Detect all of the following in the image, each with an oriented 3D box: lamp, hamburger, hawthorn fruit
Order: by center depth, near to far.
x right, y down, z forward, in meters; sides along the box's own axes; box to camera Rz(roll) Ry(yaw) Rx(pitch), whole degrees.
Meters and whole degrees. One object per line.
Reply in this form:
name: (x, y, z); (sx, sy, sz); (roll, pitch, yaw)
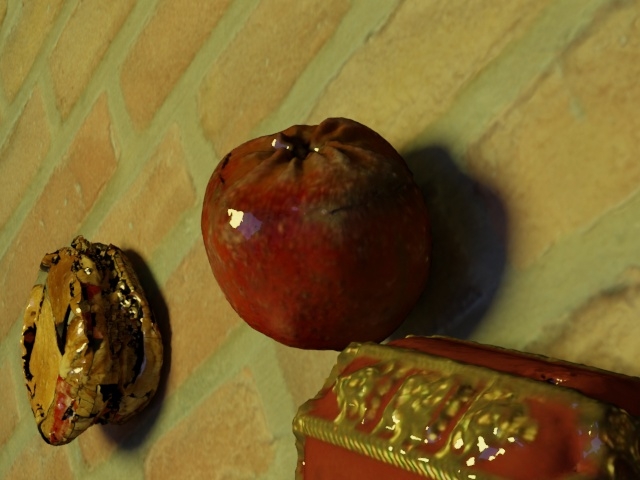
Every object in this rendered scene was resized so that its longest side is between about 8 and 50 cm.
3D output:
lamp: (0.101, 0.145, 0.586); (0.274, 0.177, 0.177); (7, 94, 55)
hawthorn fruit: (0.000, 0.000, 0.727); (0.173, 0.173, 0.172); (-4, 85, 53)
hamburger: (-0.264, 0.114, 1.117); (0.231, 0.107, 0.230); (0, 90, 57)
